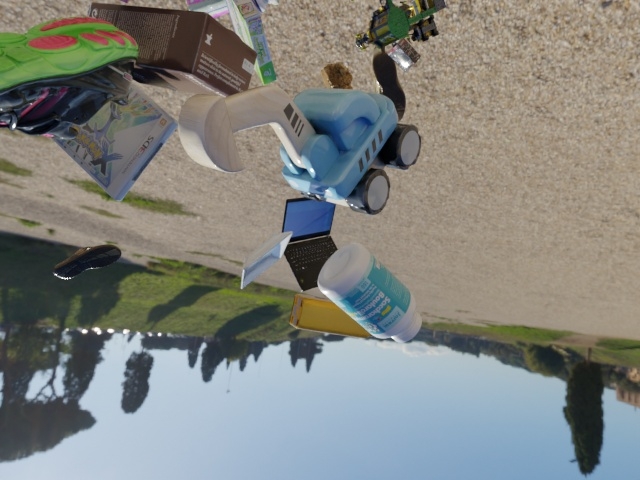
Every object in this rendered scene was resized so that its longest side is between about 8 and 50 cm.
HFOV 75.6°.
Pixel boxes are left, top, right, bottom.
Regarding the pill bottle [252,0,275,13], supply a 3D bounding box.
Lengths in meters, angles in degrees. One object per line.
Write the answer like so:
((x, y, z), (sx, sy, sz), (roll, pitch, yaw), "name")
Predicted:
((-0.281, -0.965, 1.662), (0.186, 0.112, 0.112), (-21, 163, 11), "pill bottle")

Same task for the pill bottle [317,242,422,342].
((0.130, 0.137, 1.000), (0.264, 0.146, 0.146), (42, 157, -20), "pill bottle")

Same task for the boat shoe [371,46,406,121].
((0.245, -0.556, 1.488), (0.104, 0.089, 0.285), (-11, 137, 9), "boat shoe")

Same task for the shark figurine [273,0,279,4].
((-0.203, -1.170, 1.804), (0.116, 0.166, 0.278), (44, 136, 2), "shark figurine")

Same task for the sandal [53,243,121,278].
((-0.784, 0.061, 1.388), (0.219, 0.060, 0.090), (-24, 139, -1), "sandal")

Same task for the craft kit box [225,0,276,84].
((-0.233, -0.679, 1.329), (0.060, 0.247, 0.250), (-23, 155, -5), "craft kit box")

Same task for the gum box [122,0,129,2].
((-0.497, -0.607, 0.880), (0.188, 0.062, 0.107), (15, 136, -14), "gum box")

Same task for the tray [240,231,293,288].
((-0.149, 0.048, 1.046), (0.030, 0.145, 0.270), (48, 161, 4), "tray")

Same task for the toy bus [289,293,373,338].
((0.063, 0.265, 1.426), (0.332, 0.108, 0.130), (14, 175, -23), "toy bus")

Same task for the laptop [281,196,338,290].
((0.000, 0.000, 1.362), (0.234, 0.265, 0.136), (-12, 157, -42), "laptop")

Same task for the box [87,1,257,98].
((-0.368, -0.453, 1.001), (0.381, 0.143, 0.191), (17, -175, 25), "box")

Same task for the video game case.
((-0.631, -0.336, 1.251), (0.329, 0.300, 0.036), (41, -175, 12), "video game case")

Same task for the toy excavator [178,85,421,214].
((-0.025, -0.223, 0.871), (0.222, 0.433, 0.445), (20, 158, 41), "toy excavator")

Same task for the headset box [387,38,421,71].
((0.236, -0.534, 1.181), (0.083, 0.032, 0.062), (41, 167, -13), "headset box")

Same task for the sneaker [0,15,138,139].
((-0.521, -0.250, 0.722), (0.185, 0.482, 0.202), (33, 133, 17), "sneaker")

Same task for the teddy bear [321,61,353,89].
((0.112, -0.572, 1.727), (0.113, 0.338, 0.245), (-22, 177, -8), "teddy bear")

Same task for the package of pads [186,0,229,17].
((-0.397, -0.985, 1.508), (0.229, 0.297, 0.101), (-10, -178, 14), "package of pads")

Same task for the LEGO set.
((0.114, -0.573, 0.908), (0.192, 0.255, 0.331), (6, 134, 56), "LEGO set")
